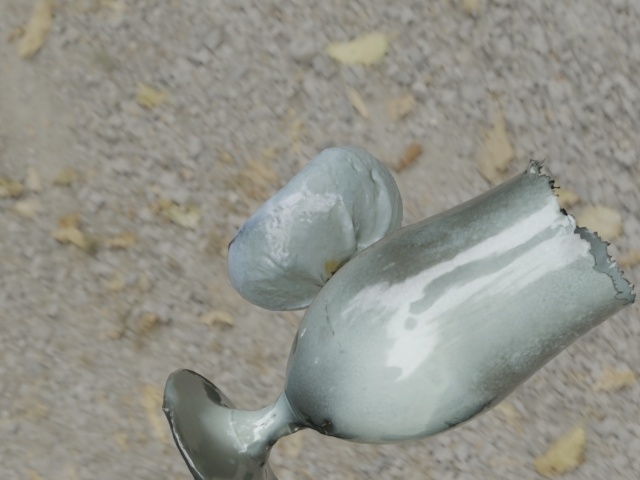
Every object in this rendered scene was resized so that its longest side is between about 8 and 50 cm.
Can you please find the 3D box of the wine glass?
[{"bbox_3d":[0.037,0.052,0.855,0.222,0.103,0.103,-31,65,15],"label":"wine glass"}]

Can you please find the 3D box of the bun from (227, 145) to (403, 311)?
[{"bbox_3d":[0.000,0.000,1.237,0.141,0.141,0.083,-41,82,3],"label":"bun"}]
